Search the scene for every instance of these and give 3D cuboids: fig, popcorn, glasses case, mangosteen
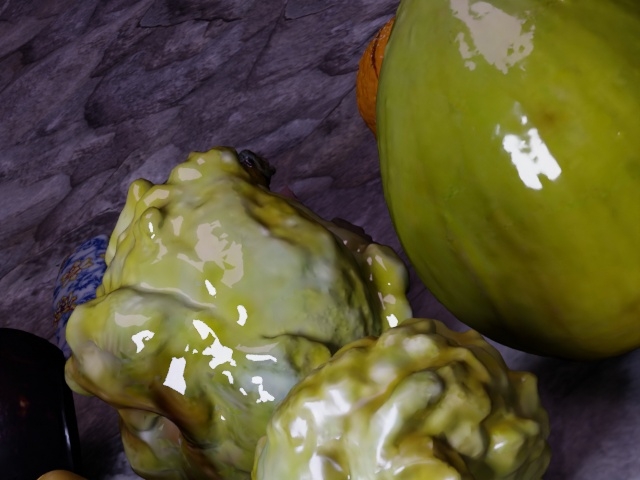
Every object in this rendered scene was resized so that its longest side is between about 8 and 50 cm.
[{"bbox_3d":[0.194,-0.088,1.223,0.343,0.343,0.343,-28,28,16],"label":"fig"},{"bbox_3d":[-0.077,0.076,1.363,0.312,0.312,0.312,-28,28,16],"label":"popcorn"},{"bbox_3d":[0.054,0.187,1.111,0.174,0.225,0.286,44,115,33],"label":"popcorn"},{"bbox_3d":[-0.278,0.071,1.828,0.087,0.065,0.248,-30,28,9],"label":"glasses case"},{"bbox_3d":[-0.358,0.182,1.512,0.233,0.288,0.287,-11,29,0],"label":"mangosteen"}]

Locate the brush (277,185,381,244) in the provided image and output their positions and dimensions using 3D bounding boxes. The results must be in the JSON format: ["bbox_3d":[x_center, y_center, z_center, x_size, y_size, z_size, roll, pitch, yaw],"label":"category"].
[{"bbox_3d":[0.000,0.000,1.619,0.084,0.071,0.301,-28,25,-9],"label":"brush"}]

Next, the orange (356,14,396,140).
[{"bbox_3d":[0.133,-0.163,1.575,0.193,0.193,0.161,-18,49,32],"label":"orange"}]

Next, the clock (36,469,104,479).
[{"bbox_3d":[-0.206,0.306,1.124,0.317,0.200,0.244,-54,12,45],"label":"clock"}]

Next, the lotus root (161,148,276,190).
[{"bbox_3d":[-0.138,-0.025,1.769,0.209,0.120,0.120,-39,27,-3],"label":"lotus root"}]
